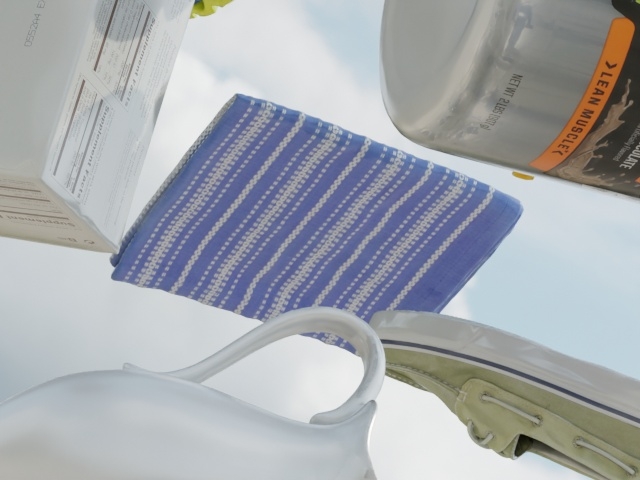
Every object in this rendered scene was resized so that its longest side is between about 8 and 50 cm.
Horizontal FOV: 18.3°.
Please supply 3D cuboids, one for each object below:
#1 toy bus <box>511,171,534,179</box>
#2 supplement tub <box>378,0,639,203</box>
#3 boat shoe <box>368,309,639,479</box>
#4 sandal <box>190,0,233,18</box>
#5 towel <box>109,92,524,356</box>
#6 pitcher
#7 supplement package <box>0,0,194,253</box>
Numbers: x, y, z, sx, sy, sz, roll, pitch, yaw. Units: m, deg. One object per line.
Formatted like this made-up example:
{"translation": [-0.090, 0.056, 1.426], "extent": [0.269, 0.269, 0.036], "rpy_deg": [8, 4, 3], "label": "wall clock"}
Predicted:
{"translation": [0.201, -0.120, 1.556], "extent": [0.211, 0.149, 0.220], "rpy_deg": [30, -19, -24], "label": "toy bus"}
{"translation": [0.224, -0.124, 1.271], "extent": [0.338, 0.207, 0.207], "rpy_deg": [13, -18, -19], "label": "supplement tub"}
{"translation": [0.168, 0.138, 1.682], "extent": [0.302, 0.094, 0.109], "rpy_deg": [16, -14, 22], "label": "boat shoe"}
{"translation": [-0.076, -0.270, 1.580], "extent": [0.138, 0.126, 0.317], "rpy_deg": [19, -26, -41], "label": "sandal"}
{"translation": [0.000, 0.000, 1.864], "extent": [0.336, 0.040, 0.243], "rpy_deg": [19, -53, -30], "label": "towel"}
{"translation": [-0.065, 0.108, 1.011], "extent": [0.207, 0.178, 0.125], "rpy_deg": [1, -39, -3], "label": "pitcher"}
{"translation": [-0.226, -0.146, 1.446], "extent": [0.204, 0.262, 0.145], "rpy_deg": [8, -20, 21], "label": "supplement package"}
